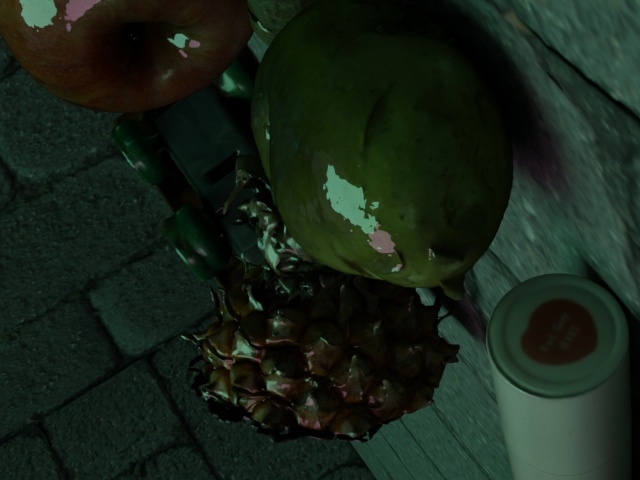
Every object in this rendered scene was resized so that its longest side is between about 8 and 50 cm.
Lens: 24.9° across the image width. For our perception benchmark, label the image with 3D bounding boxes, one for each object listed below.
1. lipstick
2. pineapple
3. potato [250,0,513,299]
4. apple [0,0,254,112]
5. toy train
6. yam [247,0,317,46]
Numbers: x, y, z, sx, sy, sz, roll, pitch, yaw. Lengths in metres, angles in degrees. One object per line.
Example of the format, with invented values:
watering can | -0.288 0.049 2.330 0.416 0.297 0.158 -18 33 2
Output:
lipstick | 0.172 0.137 1.003 0.087 0.087 0.327 54 172 31
pineapple | 0.000 0.000 1.288 0.262 0.262 0.271 -133 36 -57
potato | 0.033 -0.067 0.898 0.248 0.143 0.169 -126 45 -66
apple | -0.167 -0.235 1.182 0.253 0.253 0.253 57 173 11
toy train | -0.084 -0.053 1.647 0.429 0.178 0.249 54 -179 35
yam | -0.024 -0.178 1.085 0.069 0.070 0.146 57 171 12
